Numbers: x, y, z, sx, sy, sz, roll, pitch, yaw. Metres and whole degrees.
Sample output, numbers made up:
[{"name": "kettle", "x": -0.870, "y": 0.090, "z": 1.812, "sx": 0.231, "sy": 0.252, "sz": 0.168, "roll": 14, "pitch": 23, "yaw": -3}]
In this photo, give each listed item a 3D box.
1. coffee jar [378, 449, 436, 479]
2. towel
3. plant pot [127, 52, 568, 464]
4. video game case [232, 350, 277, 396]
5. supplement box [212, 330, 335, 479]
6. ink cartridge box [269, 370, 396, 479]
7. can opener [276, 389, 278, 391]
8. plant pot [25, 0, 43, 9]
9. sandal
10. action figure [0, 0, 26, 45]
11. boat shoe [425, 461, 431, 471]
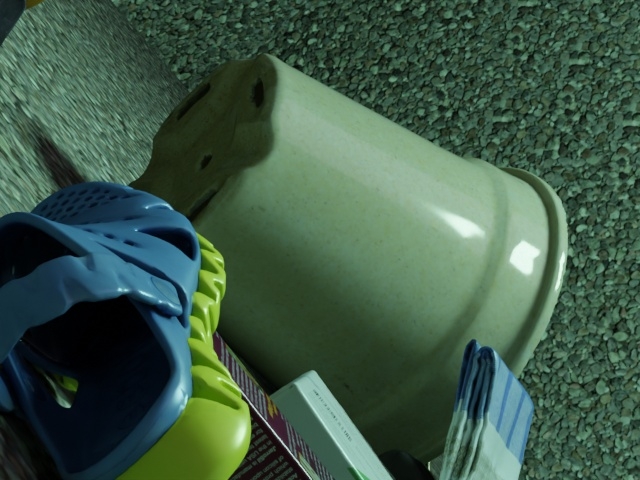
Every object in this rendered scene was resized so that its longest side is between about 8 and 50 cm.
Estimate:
[{"name": "coffee jar", "x": 0.085, "y": 0.262, "z": 1.731, "sx": 0.184, "sy": 0.096, "sz": 0.079, "roll": 51, "pitch": 4, "yaw": -47}, {"name": "towel", "x": 0.127, "y": 0.243, "z": 1.591, "sx": 0.034, "sy": 0.285, "sz": 0.209, "roll": 7, "pitch": -18, "yaw": 20}, {"name": "plant pot", "x": 0.000, "y": 0.000, "z": 1.766, "sx": 0.305, "sy": 0.334, "sz": 0.334, "roll": 35, "pitch": 11, "yaw": -27}, {"name": "video game case", "x": -0.078, "y": 0.115, "z": 1.939, "sx": 0.122, "sy": 0.011, "sz": 0.087, "roll": 54, "pitch": 3, "yaw": 21}, {"name": "supplement box", "x": -0.062, "y": 0.130, "z": 1.209, "sx": 0.188, "sy": 0.081, "sz": 0.104, "roll": 52, "pitch": 2, "yaw": -9}, {"name": "ink cartridge box", "x": -0.002, "y": 0.185, "z": 1.448, "sx": 0.154, "sy": 0.093, "sz": 0.212, "roll": 54, "pitch": 4, "yaw": 3}, {"name": "can opener", "x": 0.019, "y": 0.182, "z": 1.969, "sx": 0.186, "sy": 0.059, "sz": 0.073, "roll": 44, "pitch": 45, "yaw": -1}, {"name": "plant pot", "x": -0.321, "y": -0.325, "z": 1.712, "sx": 0.188, "sy": 0.205, "sz": 0.205, "roll": 22, "pitch": 27, "yaw": -54}, {"name": "sandal", "x": -0.125, "y": 0.030, "z": 1.040, "sx": 0.138, "sy": 0.126, "sz": 0.317, "roll": 48, "pitch": 3, "yaw": -24}, {"name": "action figure", "x": -0.324, "y": -0.231, "z": 1.308, "sx": 0.285, "sy": 0.099, "sz": 0.185, "roll": 50, "pitch": 8, "yaw": 25}, {"name": "boat shoe", "x": 0.077, "y": 0.169, "z": 1.912, "sx": 0.095, "sy": 0.095, "sz": 0.257, "roll": 25, "pitch": 50, "yaw": -20}]
